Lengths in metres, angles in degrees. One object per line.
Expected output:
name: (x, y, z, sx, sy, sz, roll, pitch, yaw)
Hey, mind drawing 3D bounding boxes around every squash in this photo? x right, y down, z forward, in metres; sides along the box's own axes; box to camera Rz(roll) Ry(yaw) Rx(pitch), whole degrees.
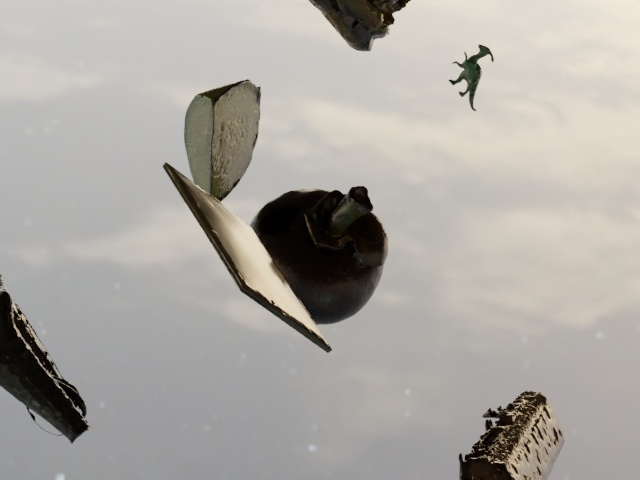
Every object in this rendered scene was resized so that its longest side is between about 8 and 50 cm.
squash: (-0.164, -0.172, 2.165, 0.085, 0.191, 0.184, 15, -152, 16)

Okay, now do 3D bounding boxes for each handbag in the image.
handbag: (-0.316, 0.131, 1.451, 0.089, 0.175, 0.270, -42, -167, -8)

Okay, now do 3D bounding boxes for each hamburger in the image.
hamburger: (0.029, -0.247, 1.119, 0.159, 0.131, 0.185, 37, -166, -46)

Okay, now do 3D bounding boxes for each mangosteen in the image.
mangosteen: (0.000, 0.000, 2.187, 0.231, 0.289, 0.231, 10, -132, -12)

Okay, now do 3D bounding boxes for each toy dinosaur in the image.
toy dinosaur: (0.190, -0.202, 1.674, 0.083, 0.062, 0.021, 46, -172, -41)

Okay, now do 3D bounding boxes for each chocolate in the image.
chocolate: (0.184, 0.212, 1.291, 0.065, 0.102, 0.329, -6, -176, 16)

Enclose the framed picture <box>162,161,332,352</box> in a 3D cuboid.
framed picture: (-0.082, 0.018, 1.518, 0.173, 0.010, 0.231, 39, -169, -45)
